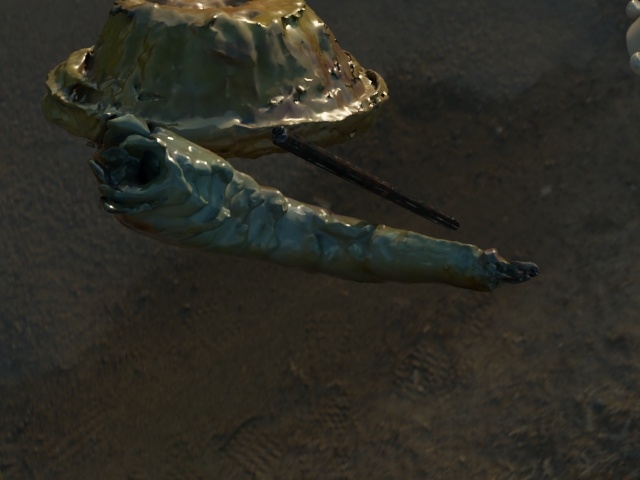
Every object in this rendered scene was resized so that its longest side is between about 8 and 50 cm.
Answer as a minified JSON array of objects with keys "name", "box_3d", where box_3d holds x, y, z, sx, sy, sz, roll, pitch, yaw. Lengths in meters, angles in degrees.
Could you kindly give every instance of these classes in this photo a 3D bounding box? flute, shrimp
[{"name":"flute","box_3d":[0.039,-0.038,0.804,0.014,0.269,0.014,-7,76,29]},{"name":"shrimp","box_3d":[-0.021,-0.004,0.775,0.287,0.185,0.068,20,84,-14]}]

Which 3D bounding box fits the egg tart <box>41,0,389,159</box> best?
[{"name":"egg tart","box_3d":[-0.105,-0.176,1.152,0.351,0.150,0.352,-1,21,0]}]

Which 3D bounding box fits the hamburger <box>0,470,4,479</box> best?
[{"name":"hamburger","box_3d":[-0.317,0.143,0.673,0.276,0.237,0.277,-3,107,-11]}]

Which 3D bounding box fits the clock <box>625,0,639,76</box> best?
[{"name":"clock","box_3d":[0.348,-0.158,1.043,0.155,0.063,0.229,34,38,-16]}]
